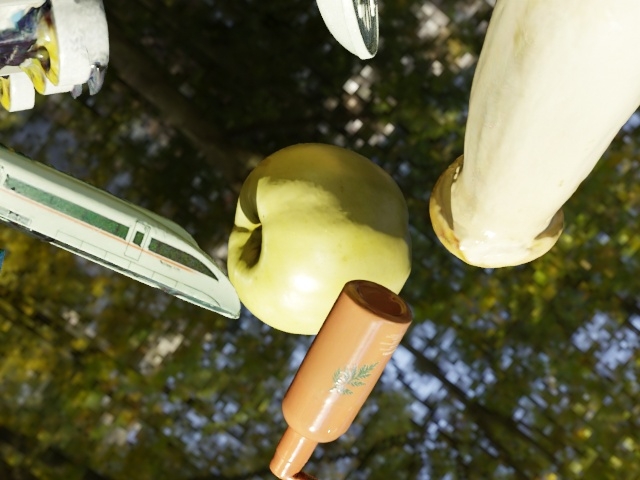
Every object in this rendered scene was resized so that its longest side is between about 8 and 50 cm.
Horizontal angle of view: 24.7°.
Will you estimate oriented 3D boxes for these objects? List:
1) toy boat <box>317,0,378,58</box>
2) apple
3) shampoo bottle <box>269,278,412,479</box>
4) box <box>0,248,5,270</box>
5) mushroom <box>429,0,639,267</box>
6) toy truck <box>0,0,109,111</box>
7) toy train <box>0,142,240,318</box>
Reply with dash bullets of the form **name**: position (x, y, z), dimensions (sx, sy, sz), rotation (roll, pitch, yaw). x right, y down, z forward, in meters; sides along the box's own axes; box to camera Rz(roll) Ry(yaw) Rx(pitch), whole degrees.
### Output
- **toy boat**: position (0.030, -0.284, 1.367), dimensions (0.085, 0.260, 0.078), rotation (5, -141, 18)
- **apple**: position (0.000, 0.000, 1.991), dimensions (0.262, 0.262, 0.262), rotation (-45, -162, 20)
- **shampoo bottle**: position (0.012, 0.159, 1.569), dimensions (0.085, 0.085, 0.244), rotation (-92, -154, -65)
- **box**: position (-0.438, 0.024, 1.486), dimensions (0.139, 0.194, 0.073), rotation (-64, 170, -81)
- **mushroom**: position (0.194, -0.145, 1.186), dimensions (0.137, 0.154, 0.407), rotation (-30, 157, -38)
- **toy truck**: position (-0.220, -0.154, 0.830), dimensions (0.146, 0.175, 0.367), rotation (-9, -177, -21)
- **toy train**: position (-0.258, -0.011, 1.809), dimensions (0.086, 0.407, 0.088), rotation (5, -108, 58)
